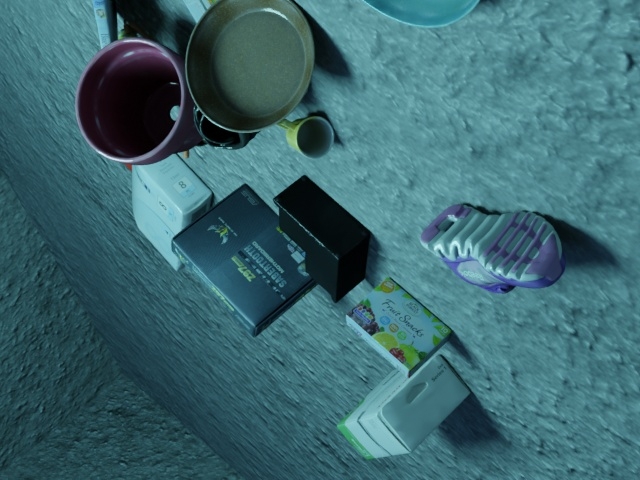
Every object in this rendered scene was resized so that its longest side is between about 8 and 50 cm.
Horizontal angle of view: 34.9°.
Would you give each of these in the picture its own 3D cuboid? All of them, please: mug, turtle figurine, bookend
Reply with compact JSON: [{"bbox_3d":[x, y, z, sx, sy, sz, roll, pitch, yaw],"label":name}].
[{"bbox_3d":[-0.024,-0.162,1.517,0.078,0.062,0.064,60,165,-23],"label":"mug"},{"bbox_3d":[-0.335,-0.260,1.881,0.269,0.087,0.217,64,158,-8],"label":"turtle figurine"},{"bbox_3d":[0.000,0.000,1.702,0.156,0.072,0.157,42,157,22],"label":"bookend"}]

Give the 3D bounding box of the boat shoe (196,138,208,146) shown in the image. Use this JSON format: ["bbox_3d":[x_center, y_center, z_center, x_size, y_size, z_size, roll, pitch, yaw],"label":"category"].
[{"bbox_3d":[-0.201,-0.194,1.825,0.049,0.042,0.133,59,155,-14],"label":"boat shoe"}]

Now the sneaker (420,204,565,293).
[{"bbox_3d":[0.231,0.024,1.291,0.104,0.095,0.236,54,164,-25],"label":"sneaker"}]

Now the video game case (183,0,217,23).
[{"bbox_3d":[-0.156,-0.351,1.524,0.119,0.015,0.166,59,157,-18],"label":"video game case"}]

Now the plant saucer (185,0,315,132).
[{"bbox_3d":[-0.092,-0.245,1.402,0.198,0.198,0.036,42,-165,19],"label":"plant saucer"}]

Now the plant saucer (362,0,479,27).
[{"bbox_3d":[0.066,-0.367,1.042,0.317,0.043,0.317,40,155,23],"label":"plant saucer"}]

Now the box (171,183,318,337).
[{"bbox_3d":[-0.130,0.034,1.856,0.233,0.183,0.059,46,158,14],"label":"box"}]

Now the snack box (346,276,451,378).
[{"bbox_3d":[0.125,0.140,1.645,0.141,0.100,0.037,40,157,22],"label":"snack box"}]

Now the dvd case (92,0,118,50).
[{"bbox_3d":[-0.358,-0.393,1.699,0.253,0.022,0.180,100,166,-62],"label":"dvd case"}]

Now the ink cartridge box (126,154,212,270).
[{"bbox_3d":[-0.398,-0.145,2.208,0.385,0.091,0.308,45,157,11],"label":"ink cartridge box"}]

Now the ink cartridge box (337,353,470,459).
[{"bbox_3d":[0.141,0.294,1.778,0.092,0.160,0.219,49,158,0],"label":"ink cartridge box"}]

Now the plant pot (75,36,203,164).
[{"bbox_3d":[-0.276,-0.219,1.696,0.201,0.201,0.180,44,-169,15],"label":"plant pot"}]

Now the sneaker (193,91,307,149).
[{"bbox_3d":[-0.149,-0.210,1.558,0.104,0.147,0.296,57,158,-21],"label":"sneaker"}]
